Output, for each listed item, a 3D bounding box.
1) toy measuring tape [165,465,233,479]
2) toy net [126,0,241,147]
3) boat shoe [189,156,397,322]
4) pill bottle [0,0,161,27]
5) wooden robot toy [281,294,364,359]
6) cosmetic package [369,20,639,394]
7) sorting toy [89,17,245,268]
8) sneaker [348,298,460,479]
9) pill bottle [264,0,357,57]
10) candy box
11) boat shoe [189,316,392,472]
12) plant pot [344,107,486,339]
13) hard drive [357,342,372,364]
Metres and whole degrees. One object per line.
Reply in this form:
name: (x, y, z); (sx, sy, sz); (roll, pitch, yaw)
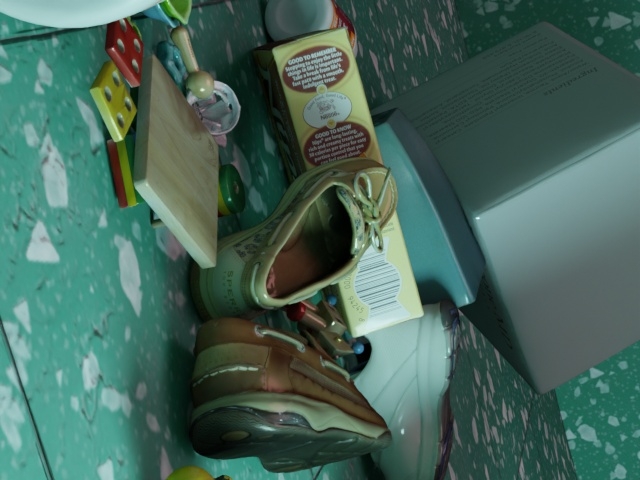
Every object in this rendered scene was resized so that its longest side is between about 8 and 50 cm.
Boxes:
toy measuring tape: (-0.037, 0.307, 1.009); (0.121, 0.121, 0.330); (-71, 145, -62)
toy net: (-0.120, -0.156, 1.220); (0.232, 0.045, 0.122); (59, 23, -48)
boat shoe: (0.000, 0.000, 1.238); (0.285, 0.089, 0.104); (-39, 114, -44)
pill bottle: (-0.127, -0.295, 0.976); (0.392, 0.224, 0.224); (-58, 133, -69)
wooden robot toy: (-0.022, 0.093, 1.350); (0.076, 0.079, 0.173); (27, 17, -29)
cosmetic package: (0.321, -0.062, 1.918); (0.329, 0.327, 0.393); (67, -8, -31)
sorting toy: (-0.135, -0.065, 1.088); (0.274, 0.046, 0.132); (57, 26, -52)
sneaker: (0.095, 0.203, 1.570); (0.111, 0.129, 0.297); (-50, 144, -70)
pill bottle: (-0.005, -0.256, 1.623); (0.152, 0.086, 0.086); (26, 52, -70)
candy box: (0.015, -0.069, 1.440); (0.183, 0.088, 0.316); (-143, -143, -77)
boat shoe: (-0.022, 0.137, 1.193); (0.324, 0.123, 0.119); (38, 38, -67)
plant pot: (0.080, -0.031, 1.622); (0.165, 0.166, 0.234); (-53, 123, -70)
hard drive: (0.081, 0.175, 1.693); (0.135, 0.022, 0.094); (1, 77, -74)
